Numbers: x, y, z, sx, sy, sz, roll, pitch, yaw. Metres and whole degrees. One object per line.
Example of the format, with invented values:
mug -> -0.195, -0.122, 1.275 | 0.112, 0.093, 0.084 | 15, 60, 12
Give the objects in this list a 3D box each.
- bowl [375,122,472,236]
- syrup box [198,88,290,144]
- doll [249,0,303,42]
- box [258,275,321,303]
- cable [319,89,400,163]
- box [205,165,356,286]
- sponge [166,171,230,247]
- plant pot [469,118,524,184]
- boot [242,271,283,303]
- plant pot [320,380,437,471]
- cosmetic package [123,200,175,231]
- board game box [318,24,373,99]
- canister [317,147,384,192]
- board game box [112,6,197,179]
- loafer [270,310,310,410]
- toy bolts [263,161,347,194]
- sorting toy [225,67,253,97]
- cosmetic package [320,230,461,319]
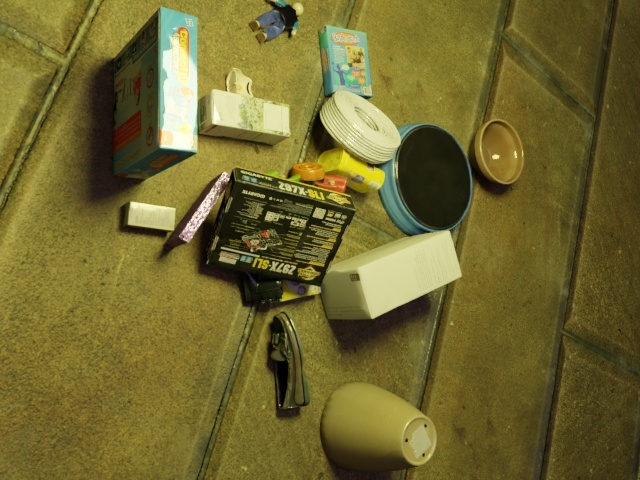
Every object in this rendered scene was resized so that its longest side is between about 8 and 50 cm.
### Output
bowl -> 0.356, -0.203, 1.995 | 0.391, 0.077, 0.391 | 5, 82, -34
syrup box -> -0.204, -0.327, 1.612 | 0.237, 0.096, 0.093 | 3, 81, -34
doll -> -0.118, -0.647, 1.741 | 0.189, 0.046, 0.129 | -39, 107, -31
box -> -0.087, 0.112, 1.672 | 0.179, 0.043, 0.105 | -10, 89, -33
cable -> 0.119, -0.334, 1.772 | 0.257, 0.089, 0.257 | 44, 30, 2
box -> -0.103, -0.028, 1.529 | 0.322, 0.257, 0.079 | 12, 32, -20
sponge -> -0.303, -0.075, 1.498 | 0.031, 0.117, 0.210 | 39, 64, -19
plant pot -> 0.617, -0.310, 2.168 | 0.237, 0.110, 0.237 | 6, 80, -34
boot -> -0.153, 0.111, 1.596 | 0.099, 0.045, 0.121 | -7, 95, 2
plant pot -> 0.182, 0.531, 1.664 | 0.256, 0.274, 0.256 | 5, 81, -35
cosmetic package -> -0.417, -0.057, 1.464 | 0.115, 0.041, 0.060 | 10, 79, -33
board game box -> 0.079, -0.549, 1.864 | 0.160, 0.047, 0.210 | -3, 86, -34
canister -> 0.091, -0.205, 1.784 | 0.170, 0.126, 0.073 | 23, 75, -33
board game box -> -0.381, -0.316, 1.360 | 0.086, 0.308, 0.302 | 3, 83, -36
loafer -> -0.094, 0.328, 1.612 | 0.084, 0.096, 0.267 | -15, 95, -29
toy bolts -> -0.025, -0.109, 1.665 | 0.218, 0.228, 0.158 | -33, 132, -54
sorting toy -> -0.217, -0.422, 1.650 | 0.075, 0.045, 0.083 | -1, 84, -42
cosmetic package -> 0.203, 0.100, 1.770 | 0.385, 0.217, 0.156 | -21, 96, -33
